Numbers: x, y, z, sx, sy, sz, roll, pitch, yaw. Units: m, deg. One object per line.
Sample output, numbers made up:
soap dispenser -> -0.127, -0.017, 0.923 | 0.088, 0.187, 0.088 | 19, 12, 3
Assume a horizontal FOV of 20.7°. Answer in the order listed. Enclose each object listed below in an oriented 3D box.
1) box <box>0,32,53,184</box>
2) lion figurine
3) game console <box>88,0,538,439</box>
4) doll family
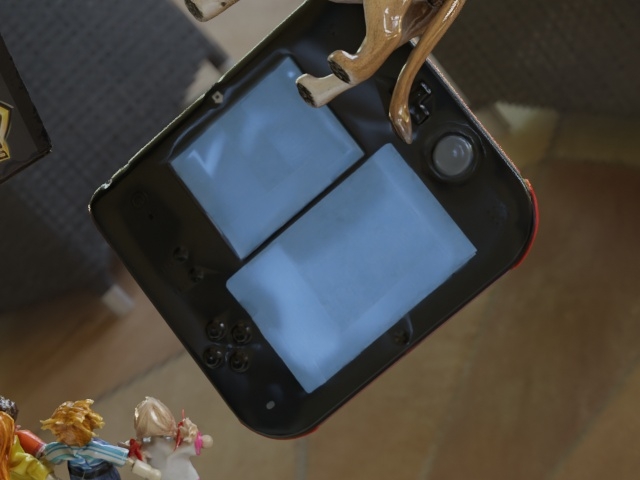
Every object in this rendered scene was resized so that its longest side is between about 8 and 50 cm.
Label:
box -> -0.444, -0.134, 1.714 | 0.293, 0.295, 0.073 | -35, 40, -20
lion figurine -> 0.024, -0.259, 1.574 | 0.240, 0.142, 0.392 | -39, 61, -15
game console -> -0.008, -0.026, 1.765 | 0.386, 0.342, 0.060 | -40, -6, 15
doll family -> -0.233, 0.216, 1.616 | 0.263, 0.163, 0.118 | -2, 29, 22
